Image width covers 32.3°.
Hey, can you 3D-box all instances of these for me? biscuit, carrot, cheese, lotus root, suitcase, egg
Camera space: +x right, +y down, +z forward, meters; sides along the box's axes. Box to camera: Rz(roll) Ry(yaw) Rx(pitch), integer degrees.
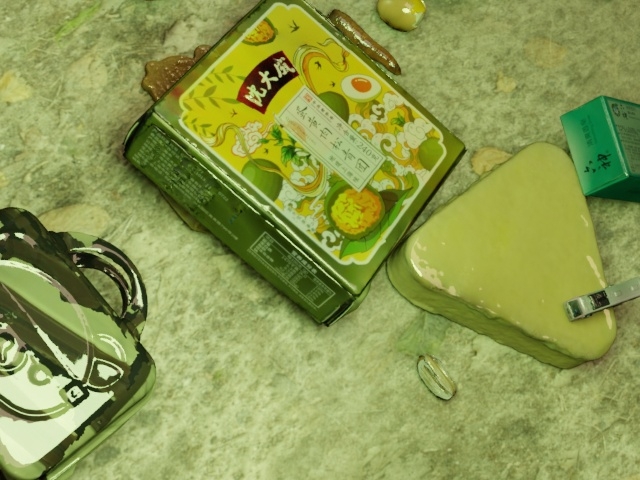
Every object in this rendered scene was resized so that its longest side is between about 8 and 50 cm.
[{"bbox_3d":[-0.191,-0.251,1.790,0.184,0.027,0.133,-24,81,-23],"label":"biscuit"},{"bbox_3d":[0.077,-0.340,1.908,0.165,0.035,0.035,41,64,-4],"label":"carrot"},{"bbox_3d":[0.331,-0.003,1.830,0.384,0.104,0.384,6,69,-17],"label":"cheese"},{"bbox_3d":[0.181,0.215,1.743,0.083,0.030,0.037,55,33,3],"label":"lotus root"},{"bbox_3d":[-0.391,0.135,1.497,0.339,0.194,0.351,-39,87,-32],"label":"suitcase"},{"bbox_3d":[0.140,-0.404,1.930,0.083,0.071,0.071,23,65,-7],"label":"egg"}]

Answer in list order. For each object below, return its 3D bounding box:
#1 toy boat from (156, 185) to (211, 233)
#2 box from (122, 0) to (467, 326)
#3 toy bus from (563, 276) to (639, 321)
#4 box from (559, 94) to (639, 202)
[{"bbox_3d":[-0.213,-0.097,1.711,0.072,0.064,0.206,-32,85,-44],"label":"toy boat"},{"bbox_3d":[-0.027,-0.138,1.705,0.420,0.138,0.373,42,55,-5],"label":"box"},{"bbox_3d":[0.451,0.092,1.750,0.131,0.052,0.037,-16,81,-22],"label":"toy bus"},{"bbox_3d":[0.532,-0.153,1.907,0.245,0.092,0.153,4,68,-44],"label":"box"}]
